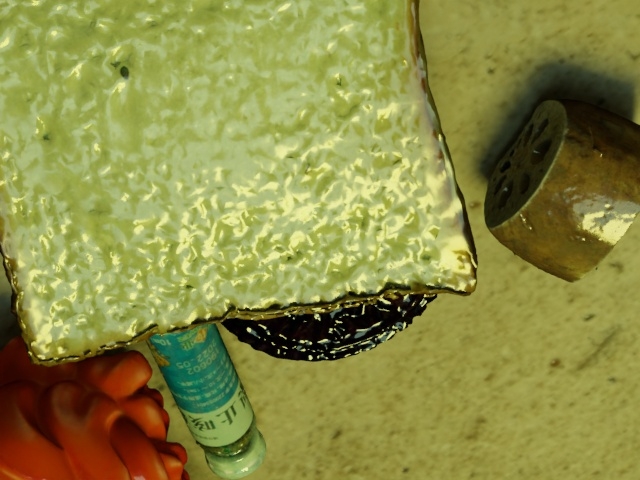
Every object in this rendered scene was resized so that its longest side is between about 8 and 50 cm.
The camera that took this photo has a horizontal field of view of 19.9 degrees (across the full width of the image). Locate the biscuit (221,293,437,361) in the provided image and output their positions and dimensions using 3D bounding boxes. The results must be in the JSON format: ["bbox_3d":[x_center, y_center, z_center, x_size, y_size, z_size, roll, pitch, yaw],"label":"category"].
[{"bbox_3d":[0.000,0.000,1.265,0.194,0.053,0.194,-4,125,-6],"label":"biscuit"}]

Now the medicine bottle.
[{"bbox_3d":[-0.083,0.099,1.300,0.051,0.051,0.191,-17,137,3],"label":"medicine bottle"}]

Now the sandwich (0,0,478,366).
[{"bbox_3d":[-0.071,-0.074,1.143,0.301,0.099,0.271,-11,102,1],"label":"sandwich"}]

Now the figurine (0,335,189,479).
[{"bbox_3d":[-0.223,0.254,1.328,0.306,0.241,0.412,45,129,-6],"label":"figurine"}]

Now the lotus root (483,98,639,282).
[{"bbox_3d":[0.170,-0.035,1.229,0.081,0.112,0.122,26,118,-15],"label":"lotus root"}]
